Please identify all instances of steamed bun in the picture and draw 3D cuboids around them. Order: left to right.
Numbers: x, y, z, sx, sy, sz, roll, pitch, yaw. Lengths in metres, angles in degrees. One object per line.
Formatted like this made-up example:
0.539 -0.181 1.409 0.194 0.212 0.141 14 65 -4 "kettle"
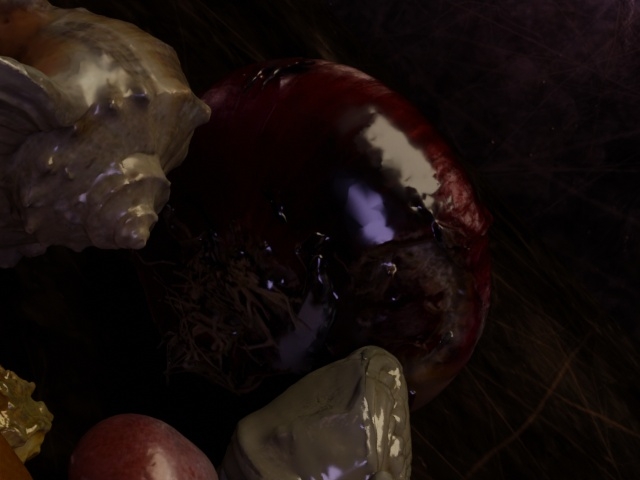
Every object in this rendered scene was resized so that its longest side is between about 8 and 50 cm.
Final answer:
-0.009 0.197 1.183 0.211 0.144 0.218 -85 174 -58 "steamed bun"

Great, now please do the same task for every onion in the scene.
0.000 0.000 1.334 0.314 0.314 0.232 50 44 6 "onion"

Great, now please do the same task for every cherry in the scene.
-0.109 0.170 1.112 0.106 0.087 0.126 21 30 -48 "cherry"

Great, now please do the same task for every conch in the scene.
-0.260 -0.096 1.154 0.352 0.210 0.297 26 0 22 "conch"

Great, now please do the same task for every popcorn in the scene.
-0.205 0.108 1.063 0.082 0.057 0.083 24 27 -56 "popcorn"

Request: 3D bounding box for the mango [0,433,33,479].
-0.199 0.197 0.773 0.236 0.136 0.166 56 34 4 "mango"
